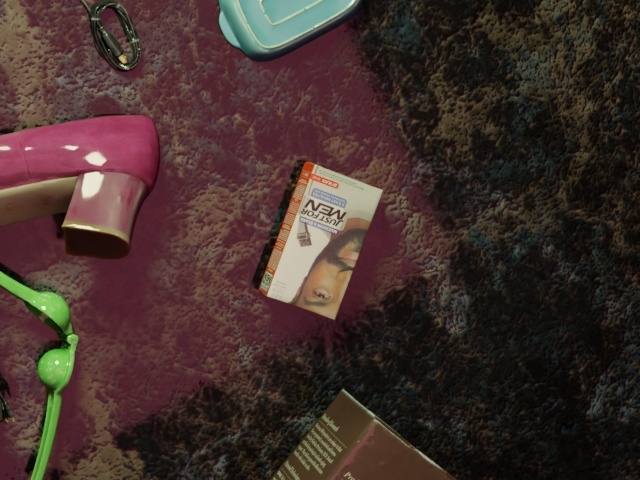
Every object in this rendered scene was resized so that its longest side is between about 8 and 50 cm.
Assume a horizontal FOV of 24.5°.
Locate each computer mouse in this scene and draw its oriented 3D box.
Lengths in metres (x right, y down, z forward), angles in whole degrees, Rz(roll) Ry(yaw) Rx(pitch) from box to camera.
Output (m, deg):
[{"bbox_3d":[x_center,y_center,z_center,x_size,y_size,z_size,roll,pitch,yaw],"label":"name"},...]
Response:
[{"bbox_3d":[-0.288,-0.289,1.670,0.071,0.041,0.242,-45,105,-6],"label":"computer mouse"}]

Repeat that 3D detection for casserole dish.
[{"bbox_3d":[-0.030,-0.287,1.736,0.188,0.037,0.114,-30,103,-10],"label":"casserole dish"}]

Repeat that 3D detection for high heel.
[{"bbox_3d":[-0.374,-0.093,1.665,0.377,0.127,0.181,14,55,-7],"label":"high heel"}]

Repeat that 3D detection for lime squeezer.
[{"bbox_3d":[-0.324,0.130,1.685,0.110,0.058,0.310,-28,110,-45],"label":"lime squeezer"}]

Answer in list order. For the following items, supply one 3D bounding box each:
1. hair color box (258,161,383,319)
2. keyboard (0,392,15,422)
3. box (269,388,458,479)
[{"bbox_3d":[0.000,0.000,1.767,0.093,0.053,0.167,19,93,-16],"label":"hair color box"},{"bbox_3d":[-0.445,0.122,1.635,0.201,0.033,0.317,1,107,2],"label":"keyboard"},{"bbox_3d":[0.043,0.319,1.755,0.168,0.167,0.203,40,86,-14],"label":"box"}]
